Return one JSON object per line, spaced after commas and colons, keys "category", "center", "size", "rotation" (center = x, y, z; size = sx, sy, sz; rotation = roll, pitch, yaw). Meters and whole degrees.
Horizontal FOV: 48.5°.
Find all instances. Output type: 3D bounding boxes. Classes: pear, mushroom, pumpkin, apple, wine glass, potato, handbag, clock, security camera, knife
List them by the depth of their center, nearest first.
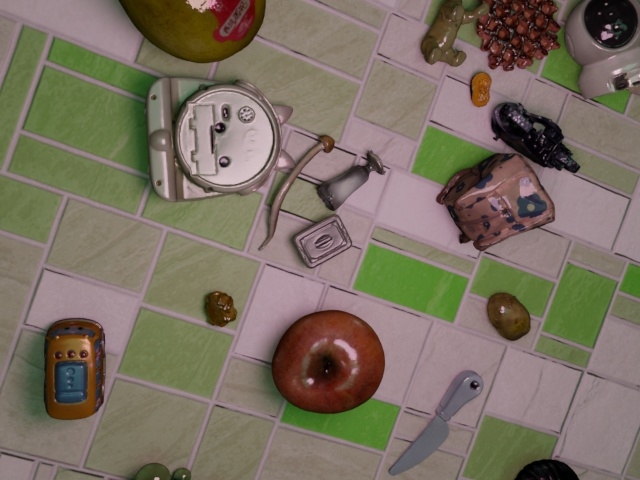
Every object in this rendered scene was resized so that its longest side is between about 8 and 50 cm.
{"category": "pear", "center": [-0.273, -0.511, 1.382], "size": [0.375, 0.287, 0.287], "rotation": [18, 92, -47]}
{"category": "clock", "center": [-0.212, -0.221, 1.534], "size": [0.324, 0.108, 0.265], "rotation": [-5, 97, -13]}
{"category": "apple", "center": [0.017, 0.273, 1.598], "size": [0.254, 0.253, 0.253], "rotation": [-2, 97, -13]}
{"category": "mushroom", "center": [-0.066, -0.113, 1.608], "size": [0.068, 0.043, 0.306], "rotation": [36, 87, -34]}
{"category": "handbag", "center": [0.391, -0.084, 1.629], "size": [0.193, 0.251, 0.190], "rotation": [-33, 96, 2]}
{"category": "wine glass", "center": [0.069, -0.138, 1.633], "size": [0.155, 0.072, 0.072], "rotation": [-36, 103, -8]}
{"category": "security camera", "center": [0.681, -0.471, 1.682], "size": [0.195, 0.194, 0.236], "rotation": [-20, 96, -10]}
{"category": "pumpkin", "center": [0.379, -0.361, 1.699], "size": [0.050, 0.028, 0.083], "rotation": [-2, 105, -11]}
{"category": "potato", "center": [0.469, 0.190, 1.762], "size": [0.091, 0.070, 0.138], "rotation": [-43, 104, -5]}
{"category": "knife", "center": [0.294, 0.465, 1.773], "size": [0.080, 0.044, 0.331], "rotation": [35, 94, -22]}
{"category": "pumpkin", "center": [0.578, 0.650, 1.809], "size": [0.194, 0.150, 0.194], "rotation": [10, 76, -44]}

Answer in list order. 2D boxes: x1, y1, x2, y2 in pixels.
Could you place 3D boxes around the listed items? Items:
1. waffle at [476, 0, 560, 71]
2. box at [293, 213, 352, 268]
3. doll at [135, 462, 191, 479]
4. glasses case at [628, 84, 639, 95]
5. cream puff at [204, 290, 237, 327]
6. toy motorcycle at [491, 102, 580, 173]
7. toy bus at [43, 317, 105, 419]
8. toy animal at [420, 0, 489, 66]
{"category": "waffle", "center": [0.466, -0.526, 1.690], "size": [0.221, 0.055, 0.234], "rotation": [-22, 105, -10]}
{"category": "box", "center": [0.000, 0.000, 1.634], "size": [0.122, 0.062, 0.089], "rotation": [-29, 102, -10]}
{"category": "doll", "center": [-0.297, 0.636, 1.578], "size": [0.322, 0.186, 0.198], "rotation": [39, 55, 2]}
{"category": "glasses case", "center": [0.822, -0.446, 1.788], "size": [0.063, 0.041, 0.164], "rotation": [20, 92, -15]}
{"category": "cream puff", "center": [-0.224, 0.151, 1.604], "size": [0.083, 0.083, 0.058], "rotation": [46, 40, -3]}
{"category": "toy motorcycle", "center": [0.503, -0.248, 1.696], "size": [0.270, 0.159, 0.106], "rotation": [32, 98, -31]}
{"category": "toy bus", "center": [-0.522, 0.277, 1.503], "size": [0.126, 0.136, 0.209], "rotation": [1, 95, -14]}
{"category": "toy animal", "center": [0.297, -0.496, 1.634], "size": [0.103, 0.101, 0.218], "rotation": [21, 98, -39]}
